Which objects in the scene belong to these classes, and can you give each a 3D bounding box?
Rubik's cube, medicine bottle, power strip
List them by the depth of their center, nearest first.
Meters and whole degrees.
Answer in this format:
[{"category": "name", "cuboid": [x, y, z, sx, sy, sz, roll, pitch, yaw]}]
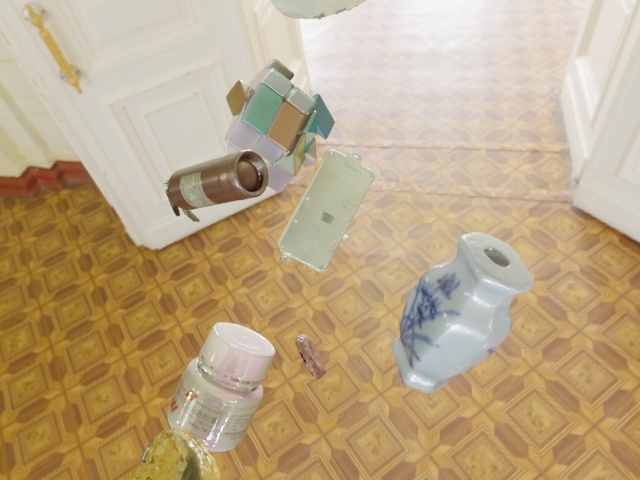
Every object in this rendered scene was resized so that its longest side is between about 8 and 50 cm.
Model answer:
[{"category": "power strip", "cuboid": [0.010, -0.061, 0.994, 0.118, 0.046, 0.270, 28, 90, -5]}, {"category": "medicine bottle", "cuboid": [-0.297, 0.443, 1.450, 0.256, 0.256, 0.325, 29, 97, 29]}, {"category": "Rubik's cube", "cuboid": [-0.158, -0.380, 1.593, 0.368, 0.358, 0.387, -41, 31, 34]}]

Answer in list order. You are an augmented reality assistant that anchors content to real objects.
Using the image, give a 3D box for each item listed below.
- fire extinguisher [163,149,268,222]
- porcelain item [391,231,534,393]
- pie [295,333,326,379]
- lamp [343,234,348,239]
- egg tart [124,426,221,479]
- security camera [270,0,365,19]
[{"category": "fire extinguisher", "cuboid": [-0.180, -0.077, 0.756, 0.231, 0.099, 0.071, -8, 35, 40]}, {"category": "porcelain item", "cuboid": [0.322, 0.186, 1.149, 0.178, 0.405, 0.243, 10, 37, -20]}, {"category": "pie", "cuboid": [-0.029, 0.348, 1.422, 0.038, 0.153, 0.154, -29, 51, 2]}, {"category": "lamp", "cuboid": [0.000, 0.000, 1.248, 0.050, 0.056, 0.198, 31, 21, 36]}, {"category": "egg tart", "cuboid": [-0.360, 0.650, 1.047, 0.178, 0.443, 0.443, 5, 37, -40]}, {"category": "security camera", "cuboid": [-0.012, -0.316, 0.340, 0.194, 0.194, 0.236, -31, 93, -17]}]
